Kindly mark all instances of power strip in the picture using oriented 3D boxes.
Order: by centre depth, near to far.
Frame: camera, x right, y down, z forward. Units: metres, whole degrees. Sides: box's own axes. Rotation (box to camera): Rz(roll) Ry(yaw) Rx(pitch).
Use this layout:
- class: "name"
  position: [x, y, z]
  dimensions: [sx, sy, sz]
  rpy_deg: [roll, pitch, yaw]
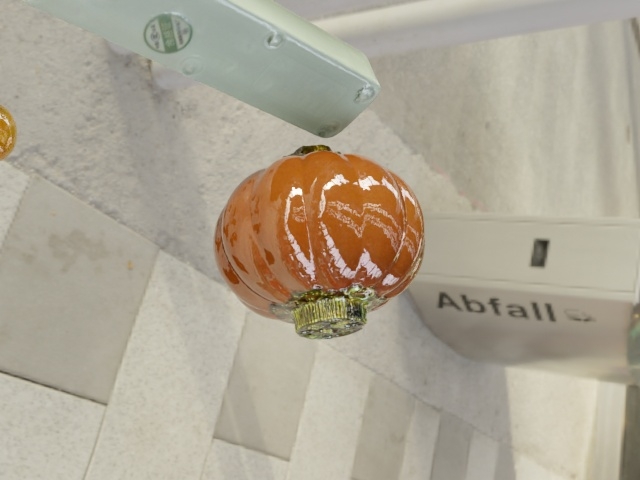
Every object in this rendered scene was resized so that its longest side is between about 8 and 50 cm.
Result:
- class: "power strip"
  position: [-0.103, -0.197, 0.662]
  dimensions: [0.385, 0.091, 0.062]
  rpy_deg: [18, 42, -41]

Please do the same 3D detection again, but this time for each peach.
- class: "peach"
  position: [-0.719, -0.229, 1.542]
  dimensions: [0.138, 0.138, 0.138]
  rpy_deg: [0, 90, -57]

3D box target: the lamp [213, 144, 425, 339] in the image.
- class: "lamp"
  position: [0.000, 0.000, 0.755]
  dimensions: [0.223, 0.223, 0.197]
  rpy_deg: [29, 49, -53]
